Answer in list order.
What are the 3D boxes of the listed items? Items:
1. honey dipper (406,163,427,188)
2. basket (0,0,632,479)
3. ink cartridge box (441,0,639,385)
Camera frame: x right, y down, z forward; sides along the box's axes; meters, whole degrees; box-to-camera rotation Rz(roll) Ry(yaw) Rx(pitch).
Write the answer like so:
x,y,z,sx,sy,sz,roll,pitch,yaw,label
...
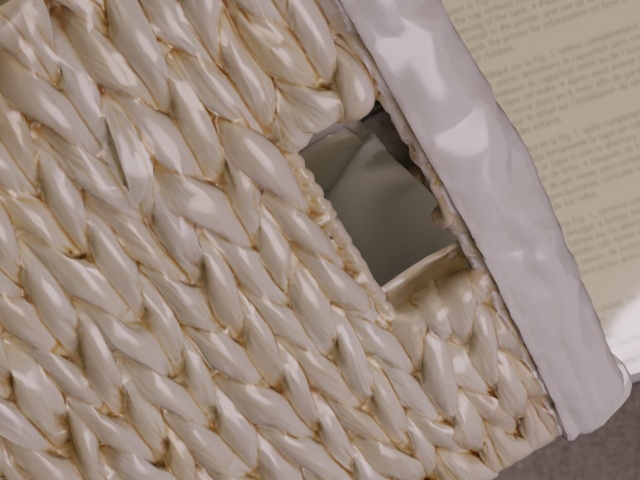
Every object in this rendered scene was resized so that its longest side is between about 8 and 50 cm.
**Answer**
x,y,z,sx,sy,sz,roll,pitch,yaw,label
0.000,0.000,0.860,0.161,0.030,0.030,-30,95,-10,honey dipper
-0.090,-0.040,0.654,0.266,0.331,0.328,-34,125,-2,basket
0.202,-0.126,0.836,0.308,0.091,0.385,-18,93,3,ink cartridge box
